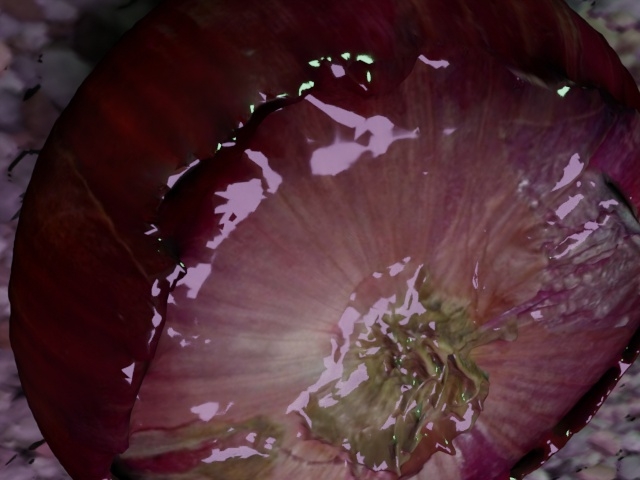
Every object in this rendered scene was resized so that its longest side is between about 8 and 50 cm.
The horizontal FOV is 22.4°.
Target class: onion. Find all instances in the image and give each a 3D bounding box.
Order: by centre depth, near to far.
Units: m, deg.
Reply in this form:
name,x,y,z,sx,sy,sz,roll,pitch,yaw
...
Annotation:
name,x,y,z,sx,sy,sz,roll,pitch,yaw
onion,0.008,0.003,0.561,0.248,0.161,0.248,-12,143,-9
